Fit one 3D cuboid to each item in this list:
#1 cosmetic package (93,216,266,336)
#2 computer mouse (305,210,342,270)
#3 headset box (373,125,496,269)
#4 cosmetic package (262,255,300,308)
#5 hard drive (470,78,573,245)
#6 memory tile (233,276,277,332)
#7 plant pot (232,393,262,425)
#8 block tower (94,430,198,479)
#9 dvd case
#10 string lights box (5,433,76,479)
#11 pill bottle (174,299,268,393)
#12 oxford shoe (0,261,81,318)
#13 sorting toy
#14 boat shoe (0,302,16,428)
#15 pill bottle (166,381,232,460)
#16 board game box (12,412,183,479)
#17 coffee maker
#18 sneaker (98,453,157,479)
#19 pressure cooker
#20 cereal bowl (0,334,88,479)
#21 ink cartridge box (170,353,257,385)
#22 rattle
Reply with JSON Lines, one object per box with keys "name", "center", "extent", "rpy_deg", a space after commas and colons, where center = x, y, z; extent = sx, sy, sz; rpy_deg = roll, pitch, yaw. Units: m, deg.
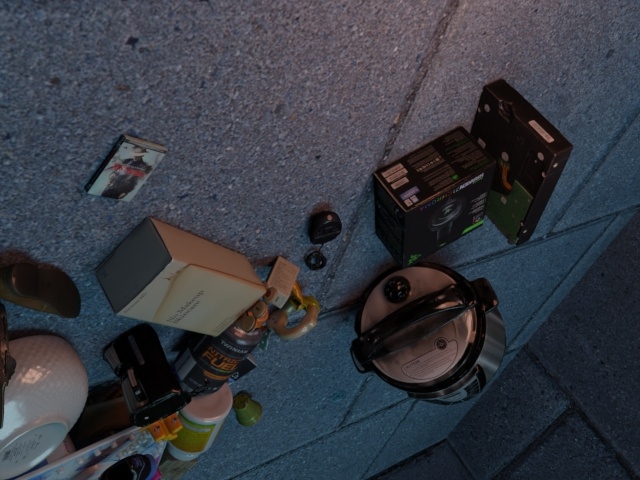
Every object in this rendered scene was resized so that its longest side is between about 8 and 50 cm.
{"name": "cosmetic package", "center": [-0.263, 0.081, 1.376], "extent": [0.160, 0.113, 0.309], "rpy_deg": [-43, 151, 13]}
{"name": "computer mouse", "center": [0.000, 0.000, 1.620], "extent": [0.071, 0.041, 0.242], "rpy_deg": [-15, 152, -18]}
{"name": "headset box", "center": [0.261, -0.089, 1.660], "extent": [0.246, 0.131, 0.283], "rpy_deg": [-28, 151, -12]}
{"name": "cosmetic package", "center": [-0.090, 0.092, 1.566], "extent": [0.041, 0.060, 0.115], "rpy_deg": [-54, -173, 33]}
{"name": "hard drive", "center": [0.434, -0.169, 1.617], "extent": [0.064, 0.237, 0.339], "rpy_deg": [-24, 148, -19]}
{"name": "memory tile", "center": [-0.157, 0.128, 1.507], "extent": [0.012, 0.148, 0.113], "rpy_deg": [39, 84, -39]}
{"name": "plant pot", "center": [-0.223, 0.490, 2.066], "extent": [0.083, 0.083, 0.079], "rpy_deg": [-32, 138, -7]}
{"name": "block tower", "center": [-0.477, 0.587, 1.915], "extent": [0.091, 0.097, 0.335], "rpy_deg": [-40, 149, 8]}
{"name": "dvd case", "center": [-0.313, -0.114, 1.136], "extent": [0.119, 0.013, 0.087], "rpy_deg": [-48, 149, 20]}
{"name": "string lights box", "center": [-0.668, 0.479, 1.506], "extent": [0.259, 0.133, 0.077], "rpy_deg": [-30, 153, -10]}
{"name": "pill bottle", "center": [-0.221, 0.230, 1.619], "extent": [0.130, 0.130, 0.246], "rpy_deg": [7, 130, -51]}
{"name": "oxford shoe", "center": [-0.488, 0.087, 1.210], "extent": [0.076, 0.076, 0.212], "rpy_deg": [-9, 157, 14]}
{"name": "sorting toy", "center": [-0.498, 0.400, 1.660], "extent": [0.274, 0.046, 0.132], "rpy_deg": [-10, 142, -38]}
{"name": "boat shoe", "center": [-0.548, 0.210, 1.183], "extent": [0.080, 0.224, 0.073], "rpy_deg": [-10, 176, 36]}
{"name": "pill bottle", "center": [-0.311, 0.446, 1.746], "extent": [0.136, 0.136, 0.246], "rpy_deg": [-13, 146, -35]}
{"name": "board game box", "center": [-0.525, 0.563, 1.626], "extent": [0.389, 0.050, 0.390], "rpy_deg": [-20, 152, -34]}
{"name": "coffee maker", "center": [-0.354, 0.281, 1.502], "extent": [0.171, 0.178, 0.120], "rpy_deg": [-12, 146, -32]}
{"name": "sneaker", "center": [-0.461, 0.541, 1.514], "extent": [0.232, 0.081, 0.090], "rpy_deg": [-45, 154, 4]}
{"name": "pressure cooker", "center": [0.300, 0.255, 1.977], "extent": [0.420, 0.375, 0.370], "rpy_deg": [32, 79, -59]}
{"name": "cereal bowl", "center": [-0.586, 0.346, 1.337], "extent": [0.339, 0.141, 0.339], "rpy_deg": [-37, 157, -18]}
{"name": "ink cartridge box", "center": [-0.283, 0.335, 1.798], "extent": [0.206, 0.045, 0.208], "rpy_deg": [-33, 150, -2]}
{"name": "rattle", "center": [-0.113, 0.181, 1.730], "extent": [0.199, 0.130, 0.142], "rpy_deg": [-19, 147, 26]}
